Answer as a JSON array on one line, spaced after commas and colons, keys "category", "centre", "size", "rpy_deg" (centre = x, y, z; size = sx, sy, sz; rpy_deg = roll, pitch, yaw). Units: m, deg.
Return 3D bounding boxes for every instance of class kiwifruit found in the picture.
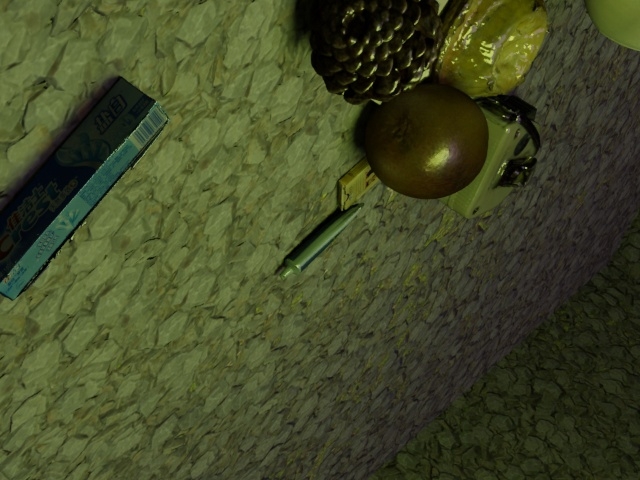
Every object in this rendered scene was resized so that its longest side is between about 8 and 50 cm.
[{"category": "kiwifruit", "centre": [0.180, -0.161, 1.801], "size": [0.196, 0.196, 0.234], "rpy_deg": [-57, 159, 10]}]

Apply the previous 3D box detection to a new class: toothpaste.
[{"category": "toothpaste", "centre": [-0.282, -0.058, 1.221], "size": [0.272, 0.066, 0.053], "rpy_deg": [-51, 158, -7]}, {"category": "toothpaste", "centre": [0.000, 0.000, 1.883], "size": [0.197, 0.035, 0.057], "rpy_deg": [-43, -167, -21]}]

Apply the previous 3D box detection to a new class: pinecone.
[{"category": "pinecone", "centre": [0.072, -0.274, 1.469], "size": [0.184, 0.179, 0.204], "rpy_deg": [-32, 175, 4]}]

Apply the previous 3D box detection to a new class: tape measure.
[{"category": "tape measure", "centre": [0.364, -0.187, 2.202], "size": [0.231, 0.133, 0.271], "rpy_deg": [-25, 142, -48]}]

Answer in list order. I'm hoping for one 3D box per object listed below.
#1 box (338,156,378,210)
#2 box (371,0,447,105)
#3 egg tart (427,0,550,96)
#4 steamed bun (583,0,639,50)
[{"category": "box", "centre": [0.082, -0.118, 1.895], "size": [0.149, 0.020, 0.073], "rpy_deg": [-42, 156, -26]}, {"category": "box", "centre": [0.124, -0.327, 1.660], "size": [0.247, 0.033, 0.129], "rpy_deg": [-57, 156, 9]}, {"category": "egg tart", "centre": [0.298, -0.346, 1.868], "size": [0.290, 0.115, 0.290], "rpy_deg": [-42, 153, -27]}, {"category": "steamed bun", "centre": [0.662, -0.508, 2.071], "size": [0.324, 0.324, 0.206], "rpy_deg": [-40, 149, -30]}]
